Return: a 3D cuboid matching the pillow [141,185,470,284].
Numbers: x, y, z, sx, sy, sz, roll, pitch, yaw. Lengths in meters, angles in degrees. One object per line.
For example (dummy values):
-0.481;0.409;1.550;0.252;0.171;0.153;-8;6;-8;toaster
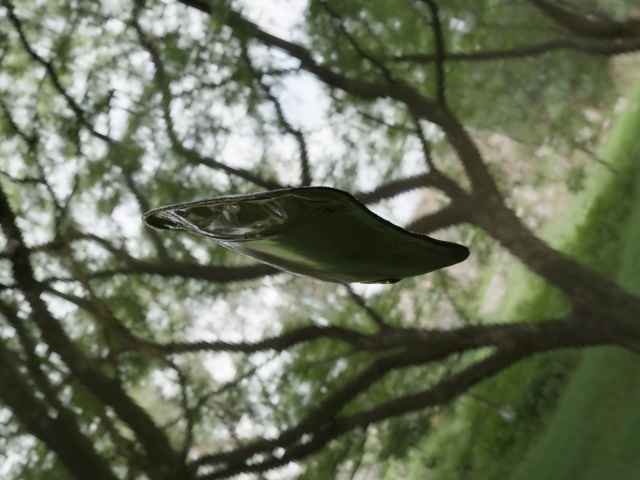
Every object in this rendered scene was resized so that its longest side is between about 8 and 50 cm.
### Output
0.000;-0.001;0.760;0.217;0.130;0.033;20;-114;-56;pillow
